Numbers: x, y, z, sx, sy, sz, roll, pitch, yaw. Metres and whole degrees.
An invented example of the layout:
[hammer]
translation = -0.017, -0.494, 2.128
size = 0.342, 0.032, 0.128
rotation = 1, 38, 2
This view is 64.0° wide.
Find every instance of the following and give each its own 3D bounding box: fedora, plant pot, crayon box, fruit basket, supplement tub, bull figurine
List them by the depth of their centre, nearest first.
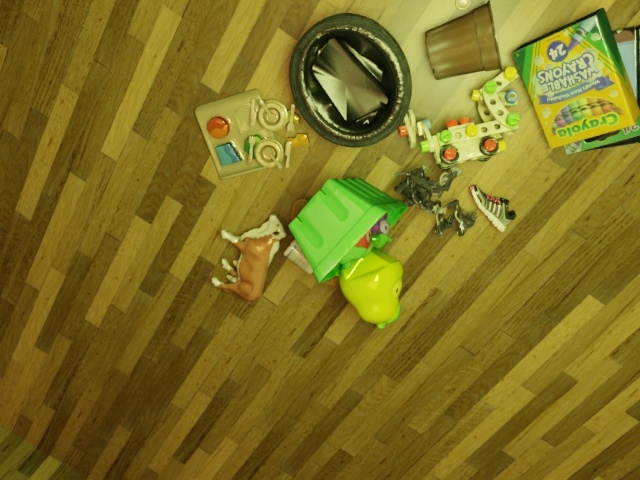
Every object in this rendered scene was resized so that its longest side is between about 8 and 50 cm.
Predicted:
[crayon box]
translation = 0.638, -0.364, 1.262
size = 0.203, 0.083, 0.323
rotation = -13, 112, 48
[plant pot]
translation = 0.356, -0.487, 1.279
size = 0.165, 0.167, 0.167
rotation = -10, 110, 22
[fedora]
translation = 0.083, -0.421, 1.351
size = 0.333, 0.153, 0.334
rotation = 3, 115, 7
[fruit basket]
translation = 0.127, 0.030, 1.362
size = 0.392, 0.392, 0.283
rotation = 40, 109, -7
[supplement tub]
translation = -0.056, 0.048, 1.610
size = 0.107, 0.071, 0.071
rotation = 39, 113, -6
[bull figurine]
translation = -0.226, 0.051, 1.628
size = 0.188, 0.101, 0.311
rotation = 20, 112, 6

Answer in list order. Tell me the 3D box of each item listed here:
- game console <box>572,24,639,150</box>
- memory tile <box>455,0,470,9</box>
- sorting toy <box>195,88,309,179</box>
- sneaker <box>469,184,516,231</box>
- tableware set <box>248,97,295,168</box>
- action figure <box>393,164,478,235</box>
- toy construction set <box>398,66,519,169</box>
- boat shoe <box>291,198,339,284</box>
[game console]
translation = 0.767, -0.364, 1.247
size = 0.173, 0.250, 0.293
rotation = -18, 110, -11
[memory tile]
translation = 0.356, -0.668, 1.279
size = 0.113, 0.012, 0.148
rotation = -34, 102, 21
[sorting toy]
translation = -0.200, -0.319, 1.505
size = 0.306, 0.041, 0.229
rotation = -12, 109, 15
[sneaker]
translation = 0.493, -0.105, 1.454
size = 0.074, 0.063, 0.170
rotation = -39, 105, 22
[tableware set]
translation = -0.144, -0.302, 1.468
size = 0.128, 0.039, 0.194
rotation = 7, 109, 1
[action figure]
translation = 0.313, -0.132, 1.419
size = 0.164, 0.141, 0.275
rotation = -5, 141, 47
[toy construction set]
translation = 0.367, -0.303, 1.332
size = 0.327, 0.151, 0.215
rotation = -14, 82, 17
[boat shoe]
translation = 0.000, 0.000, 1.571
size = 0.098, 0.096, 0.277
rotation = -27, 84, 31
